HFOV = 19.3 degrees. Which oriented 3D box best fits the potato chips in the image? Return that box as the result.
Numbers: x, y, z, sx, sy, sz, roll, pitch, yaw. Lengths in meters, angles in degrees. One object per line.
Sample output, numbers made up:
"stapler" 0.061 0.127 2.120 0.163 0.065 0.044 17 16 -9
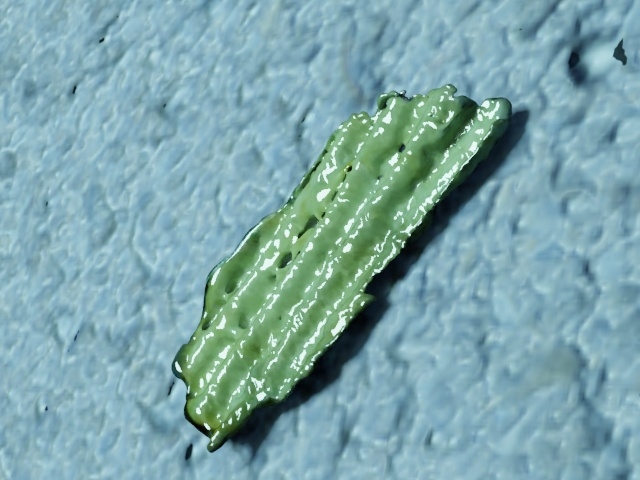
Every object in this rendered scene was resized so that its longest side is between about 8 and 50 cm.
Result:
"potato chips" 0.000 0.000 0.837 0.207 0.028 0.092 -53 45 16
